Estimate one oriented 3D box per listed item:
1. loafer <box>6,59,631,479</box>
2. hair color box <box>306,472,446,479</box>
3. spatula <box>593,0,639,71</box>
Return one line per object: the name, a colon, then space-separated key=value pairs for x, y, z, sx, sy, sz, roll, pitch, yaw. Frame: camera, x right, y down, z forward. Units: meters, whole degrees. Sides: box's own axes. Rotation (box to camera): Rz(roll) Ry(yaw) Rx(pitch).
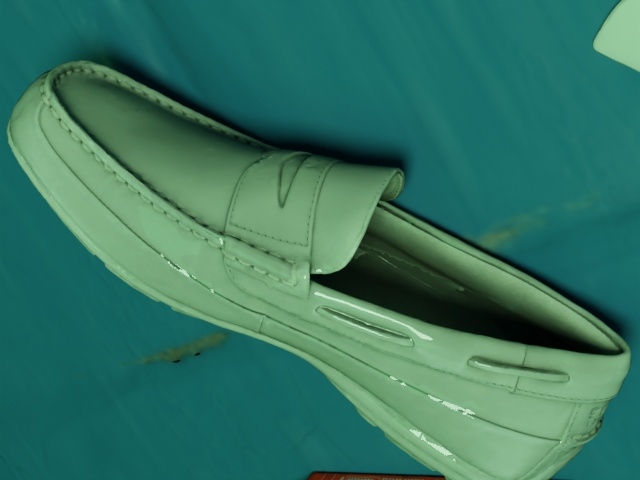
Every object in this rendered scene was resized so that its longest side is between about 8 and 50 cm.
loafer: x=0.000 y=0.000 z=0.663 sx=0.319 sy=0.112 sz=0.111 roll=31 pitch=126 yaw=-2
hair color box: x=0.068 y=0.183 z=0.777 sx=0.167 sy=0.053 sz=0.093 roll=-3 pitch=117 yaw=33
spatula: x=0.240 y=-0.089 z=0.519 sx=0.242 sy=0.019 sz=0.168 roll=27 pitch=129 yaw=12
